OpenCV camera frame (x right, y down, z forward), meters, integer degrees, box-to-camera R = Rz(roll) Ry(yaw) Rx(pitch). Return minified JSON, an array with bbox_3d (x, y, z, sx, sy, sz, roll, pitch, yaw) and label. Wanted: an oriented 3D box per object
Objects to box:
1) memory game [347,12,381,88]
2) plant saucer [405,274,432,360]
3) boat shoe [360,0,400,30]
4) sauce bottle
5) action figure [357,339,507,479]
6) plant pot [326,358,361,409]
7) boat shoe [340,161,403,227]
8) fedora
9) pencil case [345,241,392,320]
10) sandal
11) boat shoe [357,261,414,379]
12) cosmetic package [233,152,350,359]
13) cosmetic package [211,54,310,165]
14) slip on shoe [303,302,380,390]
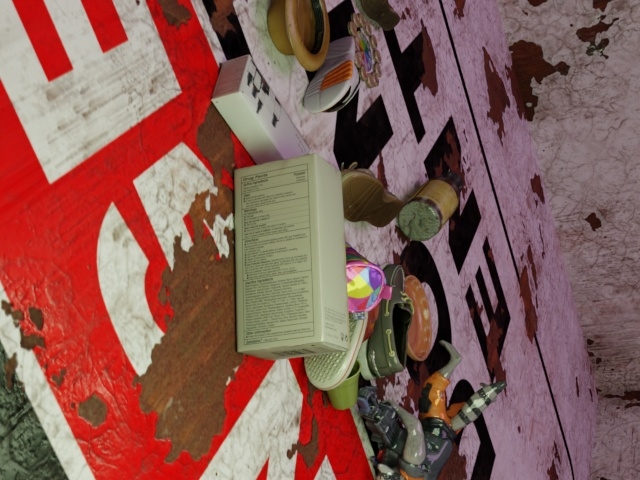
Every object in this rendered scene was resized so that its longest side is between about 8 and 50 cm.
[{"bbox_3d":[0.107,-0.453,2.170,0.186,0.012,0.186,35,50,-57],"label":"memory game"},{"bbox_3d":[0.209,0.181,2.117,0.200,0.037,0.200,34,51,-58],"label":"plant saucer"},{"bbox_3d":[0.135,-0.576,2.231,0.060,0.064,0.178,57,13,26],"label":"boat shoe"},{"bbox_3d":[0.294,-0.099,2.314,0.344,0.111,0.111,-41,118,-60],"label":"sauce bottle"},{"bbox_3d":[0.207,0.369,1.817,0.330,0.178,0.341,-55,141,-14],"label":"action figure"},{"bbox_3d":[0.039,0.268,1.690,0.083,0.083,0.079,-58,144,-55],"label":"plant pot"},{"bbox_3d":[0.082,-0.097,1.905,0.089,0.104,0.285,48,8,24],"label":"boat shoe"},{"bbox_3d":[-0.049,-0.418,1.748,0.194,0.079,0.194,-3,90,-64],"label":"fedora"},{"bbox_3d":[0.046,0.061,1.623,0.236,0.104,0.104,-137,-152,-72],"label":"pencil case"},{"bbox_3d":[0.041,-0.329,1.879,0.076,0.102,0.265,59,30,-33],"label":"sandal"},{"bbox_3d":[0.153,0.164,1.938,0.109,0.091,0.305,60,32,-36],"label":"boat shoe"},{"bbox_3d":[-0.048,0.030,1.489,0.113,0.160,0.309,29,56,-60],"label":"cosmetic package"},{"bbox_3d":[-0.097,-0.198,1.584,0.239,0.060,0.099,55,36,-42],"label":"cosmetic package"},{"bbox_3d":[0.054,0.162,1.697,0.101,0.123,0.331,56,28,-23],"label":"slip on shoe"}]
